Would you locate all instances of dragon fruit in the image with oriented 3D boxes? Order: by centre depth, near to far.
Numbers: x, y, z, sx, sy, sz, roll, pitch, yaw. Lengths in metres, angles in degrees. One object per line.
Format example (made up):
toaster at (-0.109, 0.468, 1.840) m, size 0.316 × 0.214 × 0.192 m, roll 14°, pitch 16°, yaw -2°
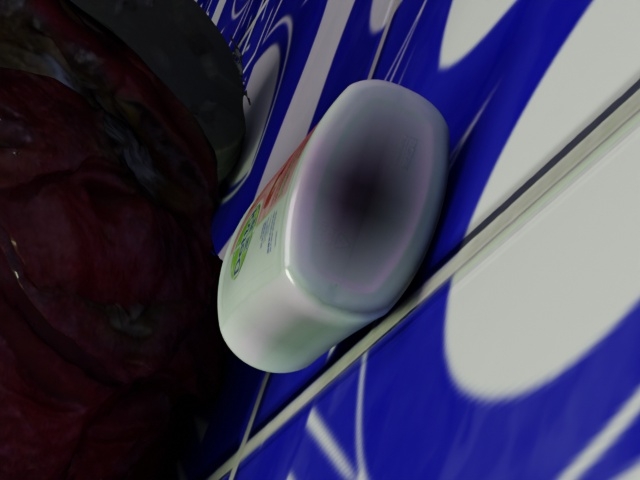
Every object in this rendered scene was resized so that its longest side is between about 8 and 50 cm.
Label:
dragon fruit at (-0.189, 0.030, 0.735) m, size 0.329 × 0.329 × 0.329 m, roll -156°, pitch 90°, yaw -80°

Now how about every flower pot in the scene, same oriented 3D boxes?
flower pot at (-0.133, -0.072, 1.025) m, size 0.140 × 0.235 × 0.235 m, roll -31°, pitch 29°, yaw 31°

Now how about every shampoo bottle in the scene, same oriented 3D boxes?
shampoo bottle at (0.000, 0.000, 0.533) m, size 0.072 × 0.043 × 0.099 m, roll -70°, pitch 11°, yaw -21°
